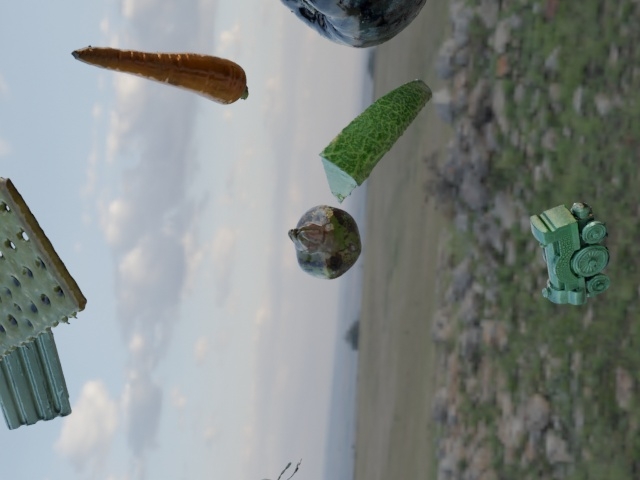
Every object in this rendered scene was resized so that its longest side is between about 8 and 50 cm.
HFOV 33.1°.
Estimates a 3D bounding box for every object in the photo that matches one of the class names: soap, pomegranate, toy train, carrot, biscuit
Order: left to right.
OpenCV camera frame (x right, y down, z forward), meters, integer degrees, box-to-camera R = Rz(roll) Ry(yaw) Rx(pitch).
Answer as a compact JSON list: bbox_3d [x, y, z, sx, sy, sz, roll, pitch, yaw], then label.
[{"bbox_3d":[-0.307,0.044,0.973,0.139,0.231,0.016,59,-141,-6],"label":"biscuit"},{"bbox_3d":[-0.492,0.216,1.800,0.063,0.114,0.198,-120,21,-52],"label":"soap"},{"bbox_3d":[-0.194,-0.221,1.369,0.061,0.257,0.061,-15,70,50],"label":"carrot"},{"bbox_3d":[-0.005,0.001,1.972,0.125,0.163,0.138,-9,76,55],"label":"pomegranate"},{"bbox_3d":[0.379,0.023,1.623,0.071,0.104,0.178,-114,6,-53],"label":"toy train"}]

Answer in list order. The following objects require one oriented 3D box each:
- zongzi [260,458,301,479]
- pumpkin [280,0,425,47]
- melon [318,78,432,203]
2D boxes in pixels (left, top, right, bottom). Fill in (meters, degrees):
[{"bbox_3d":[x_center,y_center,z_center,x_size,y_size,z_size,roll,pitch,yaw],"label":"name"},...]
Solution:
[{"bbox_3d":[-0.042,0.354,1.304,0.154,0.130,0.062,-50,5,-28],"label":"zongzi"},{"bbox_3d":[0.026,-0.344,1.321,0.163,0.233,0.233,-50,-5,-4],"label":"pumpkin"},{"bbox_3d":[0.077,-0.119,1.234,0.262,0.053,0.114,-46,-20,-45],"label":"melon"}]
